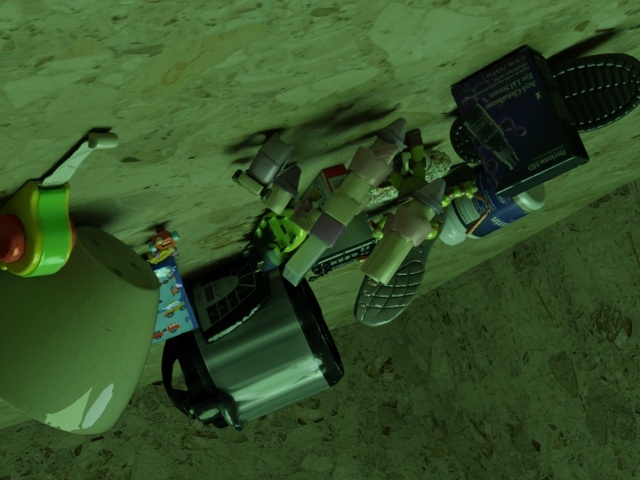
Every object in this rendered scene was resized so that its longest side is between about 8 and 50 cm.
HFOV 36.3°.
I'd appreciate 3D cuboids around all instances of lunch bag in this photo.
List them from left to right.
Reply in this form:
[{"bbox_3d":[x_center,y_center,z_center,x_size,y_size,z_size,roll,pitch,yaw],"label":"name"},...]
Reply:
[{"bbox_3d":[-0.394,0.116,2.036,0.220,0.138,0.293,-20,156,-8],"label":"lunch bag"}]

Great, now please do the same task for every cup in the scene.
[{"bbox_3d":[-0.400,0.116,1.598,0.237,0.331,0.331,-51,162,11],"label":"cup"}]

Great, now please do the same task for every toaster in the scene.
[{"bbox_3d":[0.035,0.006,2.282,0.185,0.110,0.168,-22,168,-2],"label":"toaster"}]

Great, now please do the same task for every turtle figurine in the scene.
[{"bbox_3d":[0.163,-0.084,1.827,0.269,0.217,0.087,-23,169,10],"label":"turtle figurine"}]

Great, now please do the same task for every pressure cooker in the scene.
[{"bbox_3d":[-0.189,0.257,2.371,0.420,0.376,0.370,-23,172,3],"label":"pressure cooker"}]

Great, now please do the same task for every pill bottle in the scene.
[{"bbox_3d":[0.403,-0.096,2.390,0.264,0.153,0.153,-29,167,35],"label":"pill bottle"}]

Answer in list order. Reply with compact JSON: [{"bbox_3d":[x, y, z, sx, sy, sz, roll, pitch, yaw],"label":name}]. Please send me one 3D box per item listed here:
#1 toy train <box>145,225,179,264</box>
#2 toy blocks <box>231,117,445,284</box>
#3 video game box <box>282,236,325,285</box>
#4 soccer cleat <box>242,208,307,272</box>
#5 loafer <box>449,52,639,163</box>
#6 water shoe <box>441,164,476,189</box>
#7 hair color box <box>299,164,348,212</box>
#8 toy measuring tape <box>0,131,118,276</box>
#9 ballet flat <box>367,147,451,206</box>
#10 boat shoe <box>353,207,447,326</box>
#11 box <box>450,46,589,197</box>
[{"bbox_3d":[-0.334,0.018,1.828,0.166,0.046,0.125,-26,167,7],"label":"toy train"},{"bbox_3d":[0.059,-0.113,1.640,0.260,0.308,0.288,-56,179,-1],"label":"toy blocks"},{"bbox_3d":[0.000,0.000,2.099,0.205,0.048,0.187,-50,175,-10],"label":"video game box"},{"bbox_3d":[-0.078,-0.014,2.064,0.121,0.093,0.289,-29,174,-27],"label":"soccer cleat"},{"bbox_3d":[0.415,-0.257,1.798,0.365,0.134,0.130,-16,-165,22],"label":"loafer"},{"bbox_3d":[0.265,-0.115,2.246,0.203,0.073,0.080,-16,170,-24],"label":"water shoe"},{"bbox_3d":[0.016,-0.073,1.925,0.053,0.093,0.167,-17,167,-20],"label":"hair color box"},{"bbox_3d":[-0.369,-0.030,1.357,0.330,0.121,0.121,-31,165,39],"label":"toy measuring tape"},{"bbox_3d":[0.154,-0.133,1.951,0.240,0.091,0.077,-24,145,-9],"label":"ballet flat"},{"bbox_3d":[0.192,0.049,2.381,0.355,0.132,0.130,-59,-170,-3],"label":"boat shoe"},{"bbox_3d":[0.339,-0.196,1.655,0.153,0.207,0.108,-27,168,26],"label":"box"}]
